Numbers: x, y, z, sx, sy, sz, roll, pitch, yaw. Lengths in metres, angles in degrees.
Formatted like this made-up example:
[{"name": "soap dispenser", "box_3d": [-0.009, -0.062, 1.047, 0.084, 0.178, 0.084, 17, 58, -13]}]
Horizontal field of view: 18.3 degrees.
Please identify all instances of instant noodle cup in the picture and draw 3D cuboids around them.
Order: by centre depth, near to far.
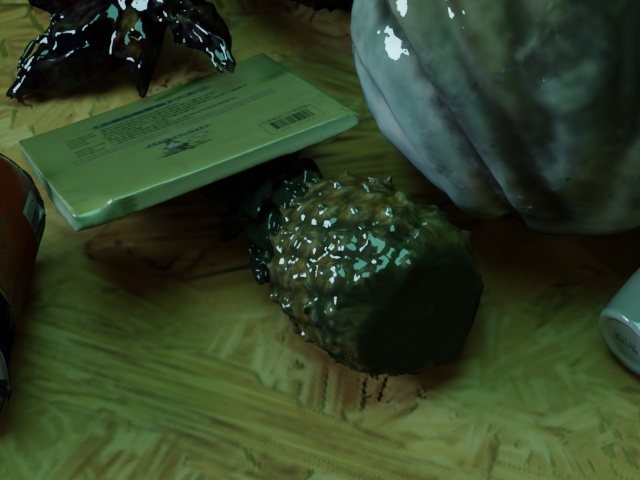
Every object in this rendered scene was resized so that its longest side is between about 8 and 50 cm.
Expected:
[{"name": "instant noodle cup", "box_3d": [-0.212, 0.020, 1.103, 0.127, 0.127, 0.136, 4, 42, 11]}]

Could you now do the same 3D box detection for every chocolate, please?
[{"name": "chocolate", "box_3d": [0.133, -0.109, 1.081, 0.213, 0.303, 0.303, -47, 56, -1]}]

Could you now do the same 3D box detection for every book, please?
[{"name": "book", "box_3d": [-0.082, -0.062, 1.156, 0.168, 0.013, 0.192, -21, 21, -11]}]

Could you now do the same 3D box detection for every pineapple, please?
[{"name": "pineapple", "box_3d": [0.000, 0.000, 1.105, 0.108, 0.108, 0.197, -35, 41, -21]}]

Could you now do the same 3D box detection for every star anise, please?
[{"name": "star anise", "box_3d": [-0.135, -0.150, 1.264, 0.157, 0.053, 0.212, -33, 59, 20]}]

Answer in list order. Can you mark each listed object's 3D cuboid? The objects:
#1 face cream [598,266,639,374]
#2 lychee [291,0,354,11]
[{"name": "face cream", "box_3d": [0.232, 0.008, 1.089, 0.182, 0.051, 0.072, -34, 50, -21]}, {"name": "lychee", "box_3d": [0.013, -0.230, 1.243, 0.194, 0.194, 0.194, -4, 49, 4]}]
